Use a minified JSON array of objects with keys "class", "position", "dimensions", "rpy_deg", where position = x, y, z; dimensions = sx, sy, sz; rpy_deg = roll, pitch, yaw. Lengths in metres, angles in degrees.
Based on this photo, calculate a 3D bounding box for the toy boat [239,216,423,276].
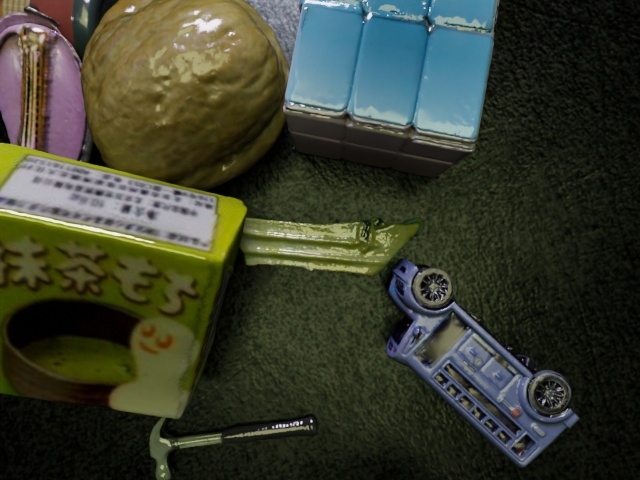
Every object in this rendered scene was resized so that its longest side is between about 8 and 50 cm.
[{"class":"toy boat","position":[0.001,0.006,0.715],"dimensions":[0.276,0.111,0.084],"rpy_deg":[2,91,2]}]

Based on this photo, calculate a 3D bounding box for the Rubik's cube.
[{"class":"Rubik's cube","position":[0.082,-0.223,0.665],"dimensions":[0.225,0.221,0.231],"rpy_deg":[9,88,2]}]

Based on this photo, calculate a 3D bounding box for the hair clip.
[{"class":"hair clip","position":[-0.386,-0.124,0.705],"dimensions":[0.110,0.096,0.358],"rpy_deg":[23,108,20]}]

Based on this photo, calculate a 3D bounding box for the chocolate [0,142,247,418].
[{"class":"chocolate","position":[-0.267,0.067,0.628],"dimensions":[0.301,0.137,0.288],"rpy_deg":[12,116,-14]}]

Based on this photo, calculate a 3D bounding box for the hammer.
[{"class":"hammer","position":[-0.128,0.281,0.755],"dimensions":[0.247,0.029,0.103],"rpy_deg":[-9,88,1]}]

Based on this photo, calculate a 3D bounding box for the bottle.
[{"class":"bottle","position":[-0.450,-0.311,0.735],"dimensions":[0.336,0.144,0.143],"rpy_deg":[5,88,5]}]

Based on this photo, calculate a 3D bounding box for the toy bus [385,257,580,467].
[{"class":"toy bus","position":[0.189,0.155,0.696],"dimensions":[0.292,0.125,0.133],"rpy_deg":[43,91,2]}]

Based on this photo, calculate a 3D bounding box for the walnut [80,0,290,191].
[{"class":"walnut","position":[-0.176,-0.195,0.673],"dimensions":[0.283,0.227,0.282],"rpy_deg":[0,101,-2]}]
